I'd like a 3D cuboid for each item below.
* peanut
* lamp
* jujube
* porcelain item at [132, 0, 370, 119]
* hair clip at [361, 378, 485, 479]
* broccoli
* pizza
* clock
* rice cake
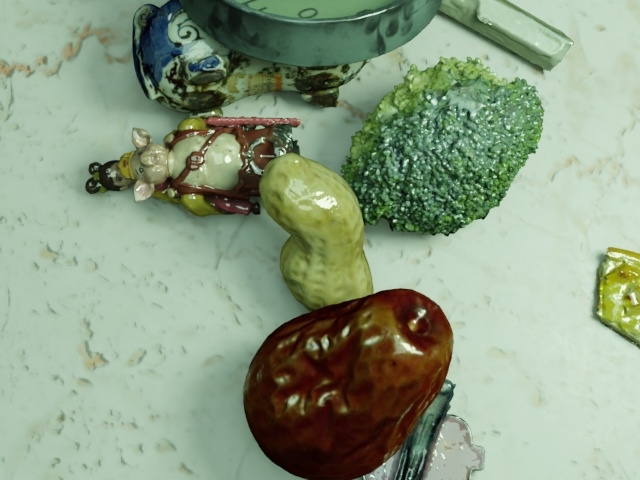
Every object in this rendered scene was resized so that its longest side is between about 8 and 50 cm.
[{"bbox_3d":[0.000,0.000,1.438,0.103,0.098,0.229,-22,122,-13],"label":"peanut"},{"bbox_3d":[-0.150,-0.088,1.484,0.253,0.118,0.118,0,79,-4],"label":"lamp"},{"bbox_3d":[0.031,0.151,1.378,0.190,0.255,0.190,22,46,-24],"label":"jujube"},{"bbox_3d":[-0.081,-0.250,1.511,0.288,0.138,0.186,-10,69,-6],"label":"porcelain item"},{"bbox_3d":[0.117,0.245,1.465,0.146,0.056,0.187,13,87,-1],"label":"hair clip"},{"bbox_3d":[0.138,-0.104,1.477,0.198,0.226,0.176,46,40,-27],"label":"broccoli"},{"bbox_3d":[0.390,0.075,1.514,0.160,0.036,0.099,36,79,5],"label":"pizza"},{"bbox_3d":[-0.013,-0.328,1.468,0.319,0.066,0.319,1,51,-2],"label":"clock"},{"bbox_3d":[0.189,-0.289,1.567,0.256,0.057,0.052,30,77,3],"label":"rice cake"}]
